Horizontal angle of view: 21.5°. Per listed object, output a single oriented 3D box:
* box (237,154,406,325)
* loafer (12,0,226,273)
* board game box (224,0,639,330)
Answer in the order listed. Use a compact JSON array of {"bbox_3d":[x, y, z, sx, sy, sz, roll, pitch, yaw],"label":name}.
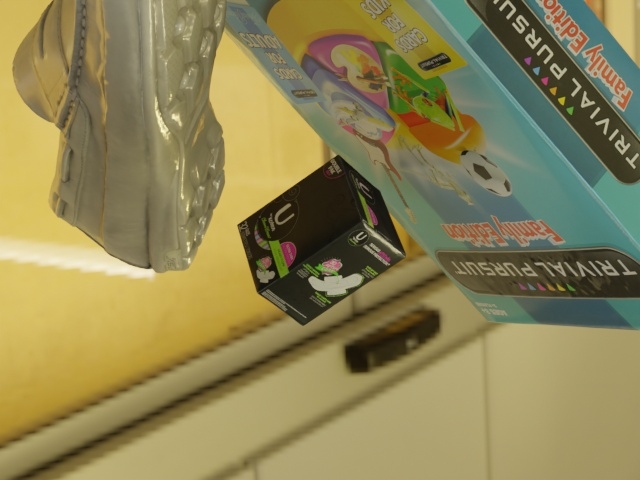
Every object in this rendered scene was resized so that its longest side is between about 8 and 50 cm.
[{"bbox_3d":[0.000,0.000,1.052,0.083,0.052,0.062,-34,-133,17],"label":"box"},{"bbox_3d":[-0.113,-0.090,0.900,0.111,0.319,0.112,16,-125,6],"label":"loafer"},{"bbox_3d":[0.081,-0.087,1.013,0.079,0.336,0.254,-48,-163,-17],"label":"board game box"}]
